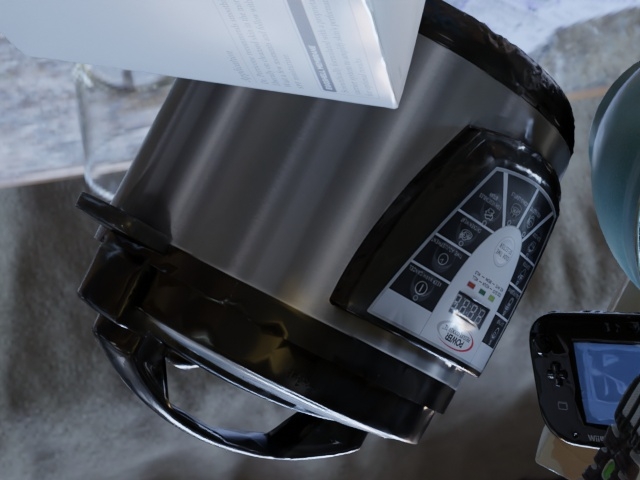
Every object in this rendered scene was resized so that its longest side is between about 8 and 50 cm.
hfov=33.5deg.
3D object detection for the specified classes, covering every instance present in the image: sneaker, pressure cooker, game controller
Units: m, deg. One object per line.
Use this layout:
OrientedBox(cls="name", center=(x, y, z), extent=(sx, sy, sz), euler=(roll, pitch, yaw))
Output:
OrientedBox(cls="sneaker", center=(0.331, 0.267, 1.033), extent=(0.162, 0.106, 0.281), euler=(20, 112, -14))
OrientedBox(cls="pressure cooker", center=(-0.003, -0.001, 0.985), extent=(0.370, 0.420, 0.375), euler=(28, 176, 2))
OrientedBox(cls="game controller", center=(0.371, 0.163, 1.196), extent=(0.067, 0.166, 0.319), euler=(-4, -179, -38))

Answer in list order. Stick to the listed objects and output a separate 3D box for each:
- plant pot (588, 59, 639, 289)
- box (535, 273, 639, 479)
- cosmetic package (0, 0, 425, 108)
OrientedBox(cls="plant pot", center=(0.374, -0.074, 1.001), extent=(0.293, 0.196, 0.293), euler=(-7, 115, -15))
OrientedBox(cls="box", center=(0.426, 0.188, 1.450), extent=(0.311, 0.148, 0.121), euler=(-69, 168, 20))
OrientedBox(cls="cosmetic package", center=(-0.051, -0.207, 0.545), extent=(0.225, 0.224, 0.138), euler=(11, 165, 14))
